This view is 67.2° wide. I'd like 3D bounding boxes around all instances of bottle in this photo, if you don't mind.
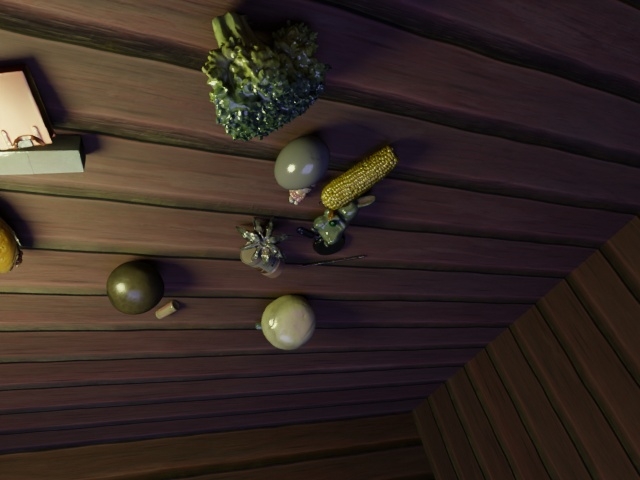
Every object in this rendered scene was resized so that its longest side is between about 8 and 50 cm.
[{"bbox_3d":[-0.625,0.284,1.963,0.096,0.045,0.045,-31,140,18],"label":"bottle"}]

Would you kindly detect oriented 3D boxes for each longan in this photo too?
[{"bbox_3d":[-0.654,0.165,1.700,0.197,0.198,0.213,-10,136,-10],"label":"longan"}]

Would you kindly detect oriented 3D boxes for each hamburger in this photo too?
[{"bbox_3d":[-0.990,-0.027,1.370,0.282,0.156,0.245,11,127,-38],"label":"hamburger"}]

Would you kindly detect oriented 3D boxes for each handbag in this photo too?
[{"bbox_3d":[-0.741,-0.317,1.162,0.127,0.063,0.190,-11,129,-9],"label":"handbag"}]

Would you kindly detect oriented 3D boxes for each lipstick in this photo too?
[{"bbox_3d":[-0.819,-0.223,1.251,0.370,0.076,0.080,-5,138,-16],"label":"lipstick"}]

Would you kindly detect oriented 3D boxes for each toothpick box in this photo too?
[{"bbox_3d":[-0.216,0.071,1.817,0.098,0.099,0.149,-33,138,18],"label":"toothpick box"}]

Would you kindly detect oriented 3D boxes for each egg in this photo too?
[{"bbox_3d":[-0.058,-0.234,1.470,0.198,0.147,0.146,-31,140,27],"label":"egg"}]

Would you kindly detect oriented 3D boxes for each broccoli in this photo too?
[{"bbox_3d":[-0.169,-0.397,1.158,0.293,0.281,0.347,-21,-177,38],"label":"broccoli"}]

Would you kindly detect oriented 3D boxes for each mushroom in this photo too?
[{"bbox_3d":[-0.142,0.353,2.119,0.245,0.202,0.247,-3,97,-22],"label":"mushroom"}]

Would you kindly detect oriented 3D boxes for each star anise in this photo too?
[{"bbox_3d":[-0.197,0.000,1.706,0.180,0.205,0.061,-38,-173,-9],"label":"star anise"}]

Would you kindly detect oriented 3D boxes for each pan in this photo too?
[{"bbox_3d":[0.000,0.000,1.870,0.235,0.028,0.136,21,127,-39],"label":"pan"}]

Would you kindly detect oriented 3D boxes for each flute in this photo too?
[{"bbox_3d":[0.057,0.086,2.008,0.269,0.014,0.014,-8,141,-12],"label":"flute"}]

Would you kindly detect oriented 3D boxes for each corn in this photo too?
[{"bbox_3d":[0.128,-0.204,1.620,0.310,0.102,0.101,-34,139,14],"label":"corn"}]

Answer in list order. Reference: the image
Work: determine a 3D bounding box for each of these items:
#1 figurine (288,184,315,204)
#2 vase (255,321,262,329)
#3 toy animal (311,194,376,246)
[{"bbox_3d":[-0.068,-0.178,1.617,0.072,0.054,0.129,23,135,-21],"label":"figurine"},{"bbox_3d":[-0.199,0.392,2.244,0.211,0.060,0.060,-2,139,-17],"label":"vase"},{"bbox_3d":[0.083,-0.100,1.734,0.251,0.127,0.125,-43,125,8],"label":"toy animal"}]
